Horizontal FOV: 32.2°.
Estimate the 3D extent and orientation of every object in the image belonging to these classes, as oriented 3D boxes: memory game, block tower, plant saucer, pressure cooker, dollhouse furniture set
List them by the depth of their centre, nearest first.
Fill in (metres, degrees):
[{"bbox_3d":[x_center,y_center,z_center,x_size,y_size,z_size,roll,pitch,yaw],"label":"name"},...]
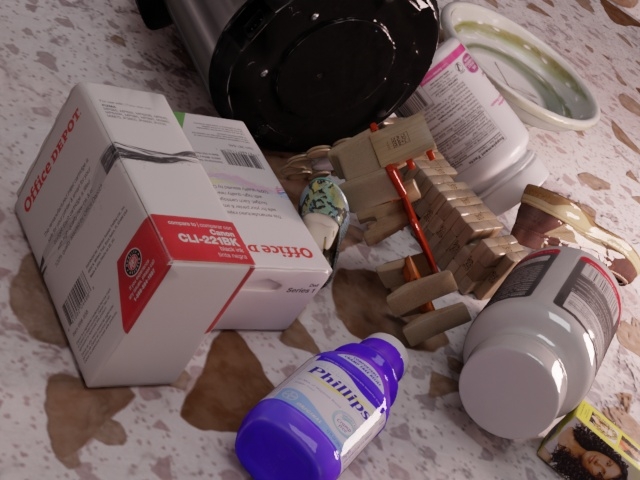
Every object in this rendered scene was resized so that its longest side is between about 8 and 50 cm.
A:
[{"bbox_3d":[0.120,-0.037,1.498,0.259,0.135,0.262,61,9,-46],"label":"dollhouse furniture set"},{"bbox_3d":[0.032,-0.121,1.610,0.186,0.186,0.012,-2,75,-45],"label":"memory game"},{"bbox_3d":[-0.050,-0.394,1.691,0.370,0.375,0.420,5,44,-40],"label":"pressure cooker"},{"bbox_3d":[0.180,-0.060,1.742,0.091,0.097,0.335,-7,50,-50],"label":"block tower"},{"bbox_3d":[0.399,-0.342,2.326,0.401,0.100,0.400,26,33,-18],"label":"plant saucer"}]

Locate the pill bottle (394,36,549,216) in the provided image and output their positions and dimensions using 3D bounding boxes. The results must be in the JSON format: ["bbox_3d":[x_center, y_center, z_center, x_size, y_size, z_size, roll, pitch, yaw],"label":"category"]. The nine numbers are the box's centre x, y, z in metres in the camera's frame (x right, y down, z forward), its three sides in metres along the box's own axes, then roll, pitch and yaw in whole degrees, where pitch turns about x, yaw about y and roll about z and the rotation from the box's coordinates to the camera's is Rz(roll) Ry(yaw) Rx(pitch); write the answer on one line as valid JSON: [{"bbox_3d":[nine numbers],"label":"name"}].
[{"bbox_3d":[0.247,-0.185,1.865,0.283,0.160,0.160,51,30,-7],"label":"pill bottle"}]

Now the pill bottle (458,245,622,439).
[{"bbox_3d":[0.298,0.138,1.511,0.176,0.176,0.318,40,31,7],"label":"pill bottle"}]

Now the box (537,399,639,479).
[{"bbox_3d":[0.405,0.321,1.461,0.232,0.087,0.058,39,29,7],"label":"box"}]

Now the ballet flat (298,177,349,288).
[{"bbox_3d":[0.000,0.000,1.416,0.070,0.188,0.070,0,53,0],"label":"ballet flat"}]

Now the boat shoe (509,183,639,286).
[{"bbox_3d":[0.423,0.024,1.860,0.123,0.123,0.342,25,-4,43],"label":"boat shoe"}]

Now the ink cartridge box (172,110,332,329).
[{"bbox_3d":[-0.143,-0.027,1.359,0.201,0.117,0.278,4,43,-41],"label":"ink cartridge box"}]

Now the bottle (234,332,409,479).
[{"bbox_3d":[0.017,0.186,1.253,0.118,0.092,0.283,41,31,10],"label":"bottle"}]

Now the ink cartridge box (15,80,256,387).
[{"bbox_3d":[-0.209,-0.009,1.193,0.114,0.197,0.273,4,44,-42],"label":"ink cartridge box"}]
